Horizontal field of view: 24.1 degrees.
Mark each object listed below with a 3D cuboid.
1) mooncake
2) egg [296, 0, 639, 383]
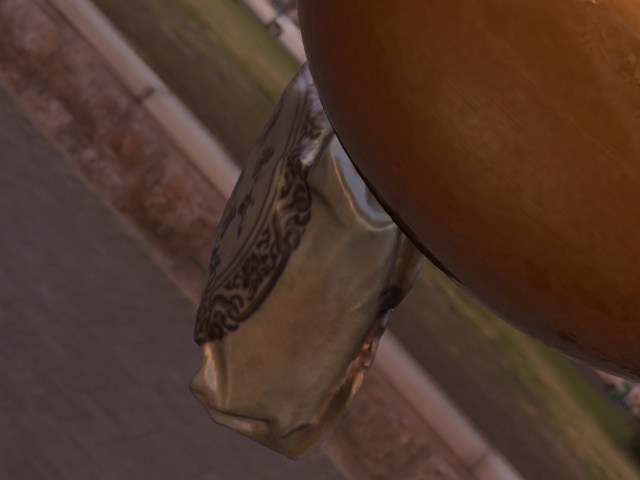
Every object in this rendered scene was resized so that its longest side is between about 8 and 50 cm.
[{"bbox_3d":[-0.005,-0.003,1.101,0.136,0.250,0.254,25,28,-7],"label":"mooncake"},{"bbox_3d":[0.143,-0.095,0.692,0.351,0.283,0.282,57,6,8],"label":"egg"}]
